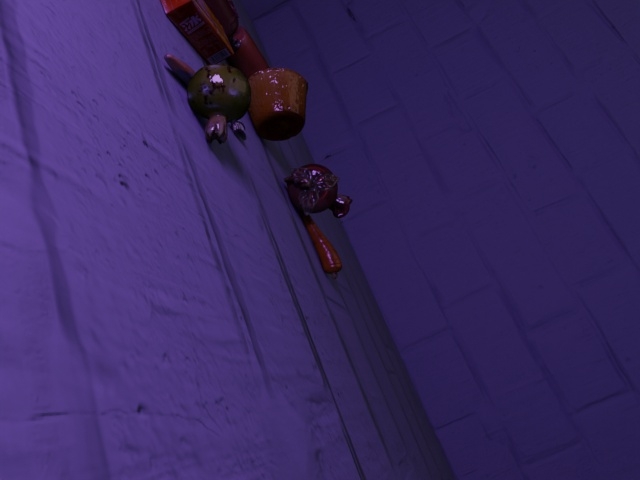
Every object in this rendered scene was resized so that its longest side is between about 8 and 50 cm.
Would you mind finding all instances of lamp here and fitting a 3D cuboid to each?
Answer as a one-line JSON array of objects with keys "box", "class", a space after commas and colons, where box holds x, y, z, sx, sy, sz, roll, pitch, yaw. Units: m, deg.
[{"box": [-0.004, -0.155, 1.527, 0.215, 0.151, 0.223, 25, 16, 4], "class": "lamp"}]

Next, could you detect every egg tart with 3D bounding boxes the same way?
[{"box": [-0.123, -0.394, 1.475, 0.202, 0.202, 0.147, 50, 25, -64], "class": "egg tart"}]

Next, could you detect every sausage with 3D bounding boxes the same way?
[{"box": [-0.228, -0.567, 1.619, 0.259, 0.113, 0.114, 53, 14, -55], "class": "sausage"}]

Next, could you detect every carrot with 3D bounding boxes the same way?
[{"box": [0.000, 0.000, 1.526, 0.257, 0.061, 0.061, 65, 7, 18], "class": "carrot"}]

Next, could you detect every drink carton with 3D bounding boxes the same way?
[{"box": [-0.282, -0.499, 1.128, 0.096, 0.071, 0.223, 67, 8, 13], "class": "drink carton"}]

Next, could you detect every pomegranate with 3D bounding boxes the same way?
[{"box": [-0.179, -0.242, 0.884, 0.114, 0.114, 0.142, 40, 50, -74], "class": "pomegranate"}]

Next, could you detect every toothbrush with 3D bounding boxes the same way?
[{"box": [-0.219, -0.281, 1.001, 0.375, 0.028, 0.037, 37, 35, -76], "class": "toothbrush"}]

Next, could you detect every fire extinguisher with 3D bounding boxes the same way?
[{"box": [-0.308, -0.627, 1.321, 0.147, 0.106, 0.337, 37, -15, 42], "class": "fire extinguisher"}]

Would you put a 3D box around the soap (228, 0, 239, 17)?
[{"box": [-0.349, -0.774, 1.459, 0.182, 0.112, 0.289, 59, 8, -58], "class": "soap"}]
